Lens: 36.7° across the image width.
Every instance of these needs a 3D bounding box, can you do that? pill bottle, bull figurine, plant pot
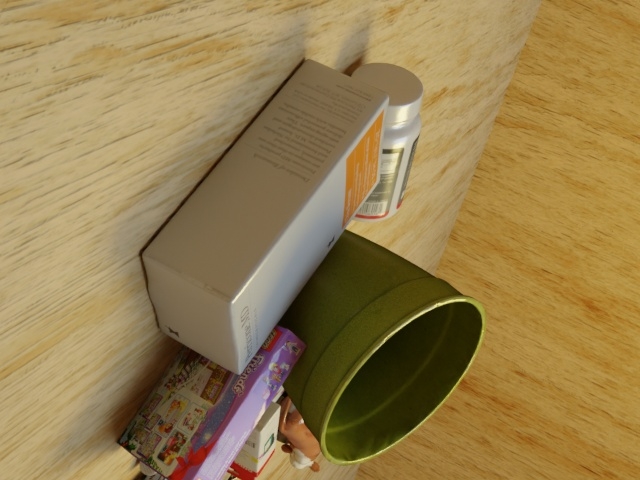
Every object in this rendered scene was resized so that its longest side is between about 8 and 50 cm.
[{"bbox_3d":[0.103,-0.186,1.841,0.161,0.161,0.283,-49,159,-41],"label":"pill bottle"},{"bbox_3d":[-0.022,0.395,2.120,0.188,0.101,0.310,-59,160,-19],"label":"bull figurine"},{"bbox_3d":[0.039,0.139,1.709,0.366,0.353,0.366,-29,144,-24],"label":"plant pot"}]

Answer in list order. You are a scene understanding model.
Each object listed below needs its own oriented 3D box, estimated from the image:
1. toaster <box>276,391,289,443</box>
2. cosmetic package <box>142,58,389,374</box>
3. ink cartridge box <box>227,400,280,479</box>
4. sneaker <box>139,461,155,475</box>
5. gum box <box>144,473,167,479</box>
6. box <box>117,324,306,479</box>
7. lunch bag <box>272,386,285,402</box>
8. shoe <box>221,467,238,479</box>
[{"bbox_3d":[-0.074,0.384,2.280,0.168,0.110,0.186,-62,164,-1],"label":"toaster"},{"bbox_3d":[-0.072,-0.044,1.515,0.453,0.161,0.230,-54,161,-29],"label":"cosmetic package"},{"bbox_3d":[-0.163,0.394,1.967,0.078,0.134,0.231,-51,161,-38],"label":"ink cartridge box"},{"bbox_3d":[-0.272,0.348,1.708,0.134,0.051,0.070,-64,166,16],"label":"sneaker"},{"bbox_3d":[-0.287,0.500,1.786,0.157,0.041,0.184,-57,149,-53],"label":"gum box"},{"bbox_3d":[-0.177,0.250,1.557,0.293,0.201,0.057,-56,132,-15],"label":"box"},{"bbox_3d":[-0.063,0.206,2.034,0.303,0.115,0.243,-40,158,-52],"label":"lunch bag"},{"bbox_3d":[-0.205,0.520,2.174,0.076,0.058,0.219,-64,164,1],"label":"shoe"}]
